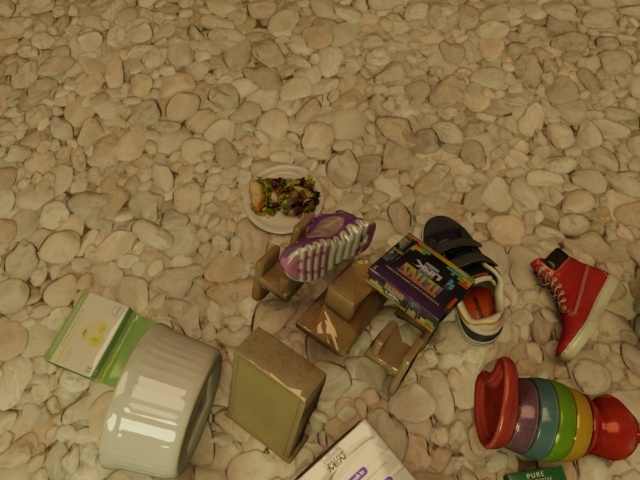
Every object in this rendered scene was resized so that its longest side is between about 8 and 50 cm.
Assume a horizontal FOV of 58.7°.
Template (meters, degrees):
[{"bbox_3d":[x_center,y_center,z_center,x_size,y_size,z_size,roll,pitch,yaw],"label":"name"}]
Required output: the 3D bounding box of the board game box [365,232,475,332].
[{"bbox_3d":[0.198,0.078,1.132,0.170,0.048,0.141,37,51,20],"label":"board game box"}]

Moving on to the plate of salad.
[{"bbox_3d":[-0.090,-0.110,1.391,0.199,0.048,0.200,-1,63,2],"label":"plate of salad"}]

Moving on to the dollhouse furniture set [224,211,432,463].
[{"bbox_3d":[0.001,0.210,1.176,0.362,0.257,0.394,32,48,16],"label":"dollhouse furniture set"}]

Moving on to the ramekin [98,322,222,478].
[{"bbox_3d":[-0.288,0.307,1.075,0.135,0.277,0.277,16,65,2],"label":"ramekin"}]

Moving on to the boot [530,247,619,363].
[{"bbox_3d":[0.513,0.131,1.230,0.176,0.088,0.244,30,61,16],"label":"boot"}]

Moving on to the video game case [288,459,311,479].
[{"bbox_3d":[-0.015,0.530,1.089,0.157,0.019,0.143,36,71,17],"label":"video game case"}]

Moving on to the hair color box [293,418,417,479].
[{"bbox_3d":[0.118,0.517,1.027,0.185,0.110,0.339,-37,76,-15],"label":"hair color box"}]

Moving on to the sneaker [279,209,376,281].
[{"bbox_3d":[0.000,0.000,1.137,0.236,0.095,0.104,-25,53,-39],"label":"sneaker"}]

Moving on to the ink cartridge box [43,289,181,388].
[{"bbox_3d":[-0.449,0.225,1.238,0.234,0.056,0.171,17,65,13],"label":"ink cartridge box"}]

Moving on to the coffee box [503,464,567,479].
[{"bbox_3d":[0.423,0.524,1.062,0.113,0.040,0.184,-10,64,-3],"label":"coffee box"}]

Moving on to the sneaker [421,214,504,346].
[{"bbox_3d":[0.319,0.062,1.249,0.126,0.127,0.321,-18,63,-5],"label":"sneaker"}]

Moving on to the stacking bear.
[{"bbox_3d":[0.462,0.343,1.092,0.288,0.175,0.164,11,62,-1],"label":"stacking bear"}]
